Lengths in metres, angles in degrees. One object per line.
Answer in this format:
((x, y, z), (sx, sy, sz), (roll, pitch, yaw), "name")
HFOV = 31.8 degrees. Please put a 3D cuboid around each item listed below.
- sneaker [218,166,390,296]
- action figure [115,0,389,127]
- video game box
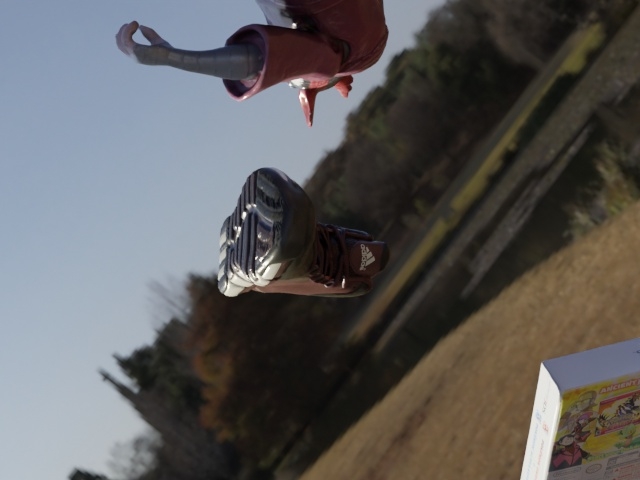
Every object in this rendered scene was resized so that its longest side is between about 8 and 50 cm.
((0.000, 0.000, 1.075), (0.281, 0.162, 0.106), (154, 121, -74), "sneaker")
((-0.006, -0.234, 0.828), (0.370, 0.275, 0.248), (67, -153, -51), "action figure")
((0.292, 0.169, 1.046), (0.205, 0.048, 0.187), (-11, -48, -15), "video game box")
